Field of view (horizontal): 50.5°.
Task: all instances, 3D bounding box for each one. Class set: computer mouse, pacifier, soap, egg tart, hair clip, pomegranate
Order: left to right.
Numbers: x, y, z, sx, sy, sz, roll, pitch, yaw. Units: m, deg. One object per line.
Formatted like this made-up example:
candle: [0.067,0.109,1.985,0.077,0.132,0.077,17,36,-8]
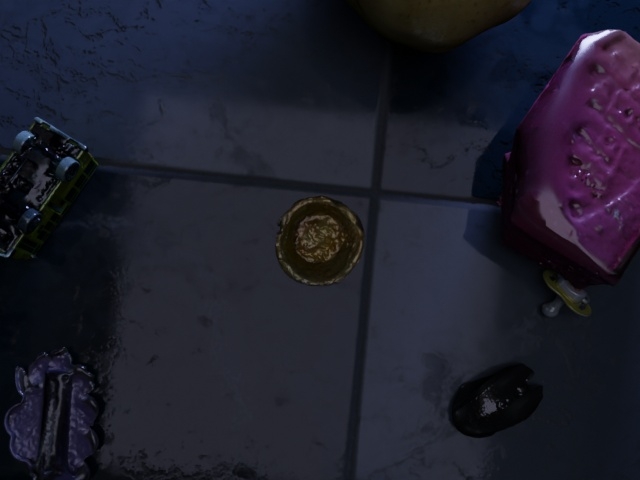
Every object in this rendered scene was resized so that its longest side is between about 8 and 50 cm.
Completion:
hair clip: [-0.358,0.240,0.899,0.124,0.052,0.195,-1,80,-7]
egg tart: [0.000,0.000,0.929,0.129,0.049,0.128,0,87,-2]
pomegranate: [0.138,-0.405,0.841,0.333,0.332,0.332,0,85,-2]
computer mouse: [0.241,0.219,0.918,0.135,0.047,0.079,-27,87,-6]
pacifier: [0.332,0.080,0.936,0.083,0.068,0.064,49,120,20]
soap: [0.367,-0.113,0.899,0.220,0.127,0.324,36,77,7]

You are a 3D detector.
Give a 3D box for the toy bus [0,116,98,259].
toy bus: [-0.380,-0.061,0.897,0.088,0.101,0.175,32,80,1]
